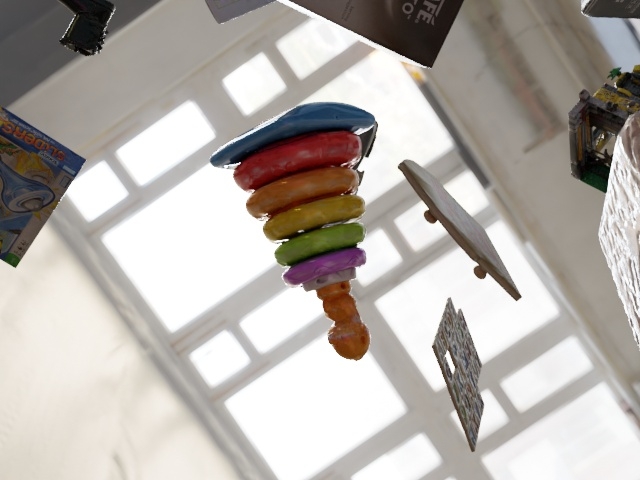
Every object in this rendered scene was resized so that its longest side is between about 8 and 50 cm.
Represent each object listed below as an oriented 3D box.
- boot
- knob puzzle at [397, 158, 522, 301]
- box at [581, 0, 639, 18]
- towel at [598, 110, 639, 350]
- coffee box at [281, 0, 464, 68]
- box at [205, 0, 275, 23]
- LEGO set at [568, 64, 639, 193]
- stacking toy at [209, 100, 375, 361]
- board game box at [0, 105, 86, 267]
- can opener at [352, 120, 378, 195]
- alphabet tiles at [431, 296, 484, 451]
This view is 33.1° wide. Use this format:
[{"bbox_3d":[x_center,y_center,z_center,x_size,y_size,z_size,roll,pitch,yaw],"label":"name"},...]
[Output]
[{"bbox_3d":[-0.414,-0.372,1.823,0.121,0.099,0.045,21,165,-5],"label":"boot"},{"bbox_3d":[0.149,-0.023,1.277,0.213,0.030,0.213,46,-165,-15],"label":"knob puzzle"},{"bbox_3d":[0.527,-0.442,1.309,0.212,0.395,0.294,113,157,-74],"label":"box"},{"bbox_3d":[0.410,0.063,1.255,0.317,0.053,0.332,70,-175,-64],"label":"towel"},{"bbox_3d":[0.009,-0.318,1.122,0.297,0.168,0.119,22,-171,-17],"label":"coffee box"},{"bbox_3d":[-0.066,-0.389,1.425,0.114,0.203,0.103,-95,-18,-51],"label":"box"},{"bbox_3d":[0.537,-0.171,1.649,0.331,0.255,0.192,41,165,33],"label":"LEGO set"},{"bbox_3d":[0.000,0.000,1.294,0.175,0.165,0.302,-10,-100,-47],"label":"stacking toy"},{"bbox_3d":[-0.370,-0.063,1.237,0.136,0.201,0.035,32,-135,-12],"label":"board game box"},{"bbox_3d":[0.013,-0.065,1.555,0.074,0.280,0.093,21,-150,7],"label":"can opener"},{"bbox_3d":[0.240,0.213,1.821,0.198,0.009,0.237,68,-159,-14],"label":"alphabet tiles"}]
